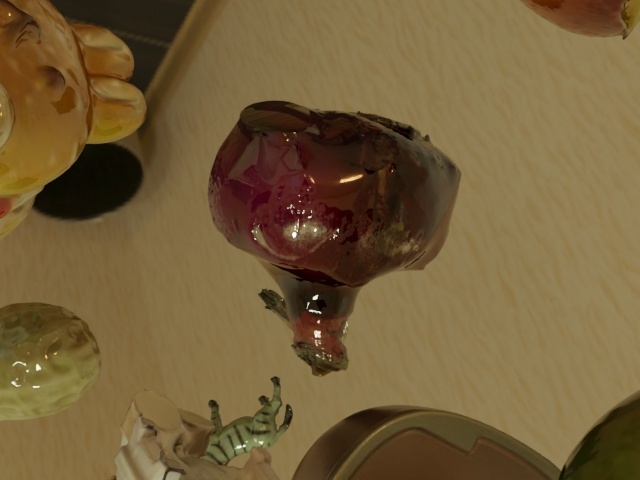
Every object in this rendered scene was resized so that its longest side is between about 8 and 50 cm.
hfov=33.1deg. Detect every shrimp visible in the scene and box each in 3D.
[{"bbox_3d":[-0.034,0.132,2.169,0.046,0.219,0.152,-27,141,-48],"label":"shrimp"}]

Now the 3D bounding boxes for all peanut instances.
[{"bbox_3d":[-0.373,0.148,1.144,0.298,0.136,0.120,-20,111,5],"label":"peanut"}]

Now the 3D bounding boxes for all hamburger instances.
[{"bbox_3d":[-0.297,-0.124,0.890,0.186,0.261,0.302,-34,144,28],"label":"hamburger"}]

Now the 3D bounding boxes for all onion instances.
[{"bbox_3d":[0.000,0.000,1.668,0.398,0.398,0.420,5,106,-30],"label":"onion"}]

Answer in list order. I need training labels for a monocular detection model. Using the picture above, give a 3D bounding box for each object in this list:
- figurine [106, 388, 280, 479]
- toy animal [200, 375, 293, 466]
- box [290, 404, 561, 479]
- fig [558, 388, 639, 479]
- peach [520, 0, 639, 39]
[{"bbox_3d":[-0.138,0.259,0.811,0.182,0.144,0.257,19,100,-55],"label":"figurine"},{"bbox_3d":[-0.140,0.342,1.819,0.216,0.176,0.073,-25,138,14],"label":"toy animal"},{"bbox_3d":[0.093,0.310,1.116,0.300,0.301,0.216,-6,-179,-17],"label":"box"},{"bbox_3d":[0.293,0.252,0.752,0.316,0.316,0.316,-12,144,-9],"label":"fig"},{"bbox_3d":[0.297,-0.406,1.193,0.242,0.306,0.380,24,155,7],"label":"peach"}]
